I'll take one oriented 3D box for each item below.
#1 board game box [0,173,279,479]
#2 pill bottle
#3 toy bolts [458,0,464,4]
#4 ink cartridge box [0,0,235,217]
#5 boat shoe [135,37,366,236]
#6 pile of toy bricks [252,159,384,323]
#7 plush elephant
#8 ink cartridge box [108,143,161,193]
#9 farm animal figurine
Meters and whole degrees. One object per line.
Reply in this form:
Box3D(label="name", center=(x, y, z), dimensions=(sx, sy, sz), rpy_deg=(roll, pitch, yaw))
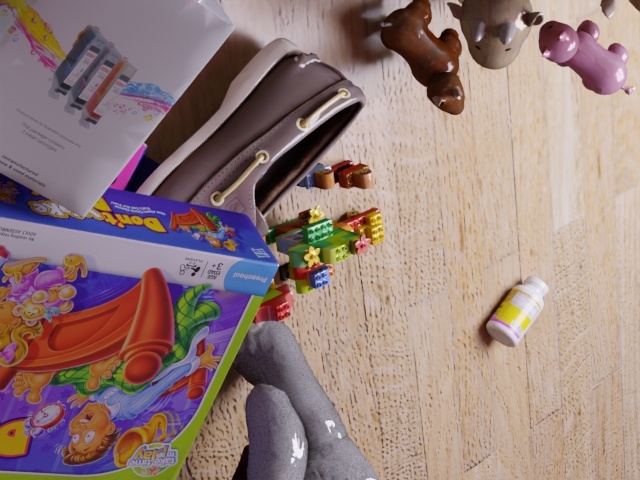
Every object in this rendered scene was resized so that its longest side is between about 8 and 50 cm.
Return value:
Box3D(label="board game box", center=(-0.234, 0.067, 0.943), dimensions=(0.347, 0.078, 0.233), rpy_deg=(10, 118, -33))
Box3D(label="pill bottle", center=(0.235, 0.083, 1.496), dimensions=(0.083, 0.043, 0.043), rpy_deg=(-51, 131, -19))
Box3D(label="toy bolts", center=(0.235, -0.314, 1.281), dimensions=(0.228, 0.218, 0.158), rpy_deg=(-12, 119, -20))
Box3D(label="ink cartridge box", center=(-0.171, -0.136, 0.865), dimensions=(0.127, 0.128, 0.176), rpy_deg=(33, 105, -35))
Box3D(label="boat shoe", center=(-0.082, -0.036, 1.104), dimensions=(0.324, 0.096, 0.116), rpy_deg=(-53, 164, -22))
Box3D(label="pile of toy bricks", center=(0.000, 0.000, 1.213), dimensions=(0.212, 0.105, 0.118), rpy_deg=(-25, 119, -35))
Box3D(label="plush elephant", center=(-0.070, 0.286, 1.148), dimensions=(0.255, 0.330, 0.272), rpy_deg=(-22, 126, -16))
Box3D(label="ink cartridge box", center=(-0.261, -0.046, 0.994), dimensions=(0.371, 0.069, 0.176), rpy_deg=(32, 81, -46))
Box3D(label="farm animal figurine", center=(0.192, -0.249, 1.143), dimensions=(0.172, 0.330, 0.327), rpy_deg=(-70, 146, -60))
